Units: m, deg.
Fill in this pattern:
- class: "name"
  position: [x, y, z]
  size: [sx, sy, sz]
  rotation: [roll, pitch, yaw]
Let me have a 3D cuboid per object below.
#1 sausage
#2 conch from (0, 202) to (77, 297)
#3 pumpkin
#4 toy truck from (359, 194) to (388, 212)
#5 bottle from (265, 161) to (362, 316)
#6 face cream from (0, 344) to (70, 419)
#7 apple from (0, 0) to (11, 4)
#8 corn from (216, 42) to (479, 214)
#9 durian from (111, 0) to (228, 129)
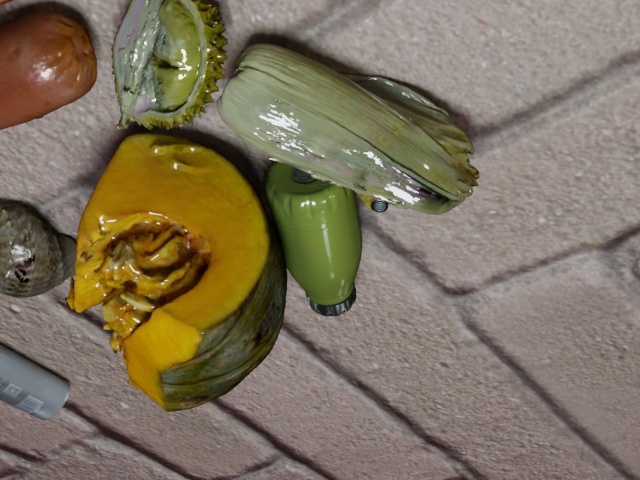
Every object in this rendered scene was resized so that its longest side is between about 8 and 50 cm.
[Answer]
- class: "sausage"
  position: [-0.373, -0.183, 1.064]
  size: [0.259, 0.113, 0.113]
  rotation: [-17, 134, 24]
- class: "conch"
  position: [-0.420, 0.018, 1.325]
  size: [0.207, 0.129, 0.155]
  rotation: [15, 178, -43]
- class: "pumpkin"
  position: [-0.173, 0.035, 1.156]
  size: [0.303, 0.256, 0.225]
  rotation: [42, 150, 13]
- class: "toy truck"
  position: [0.086, -0.075, 1.175]
  size: [0.083, 0.049, 0.054]
  rotation: [-23, 124, 24]
- class: "bottle"
  position: [0.000, 0.000, 1.222]
  size: [0.112, 0.112, 0.260]
  rotation: [-2, 138, 9]
- class: "face cream"
  position: [-0.558, 0.215, 1.559]
  size: [0.269, 0.073, 0.107]
  rotation: [35, 124, -29]
- class: "apple"
  position: [-0.314, -0.330, 0.784]
  size: [0.261, 0.216, 0.260]
  rotation: [-10, 149, -6]
- class: "corn"
  position: [0.033, -0.124, 1.057]
  size: [0.305, 0.123, 0.122]
  rotation: [21, 120, -12]
- class: "durian"
  position: [-0.166, -0.188, 1.019]
  size: [0.102, 0.146, 0.208]
  rotation: [-12, 150, -52]
